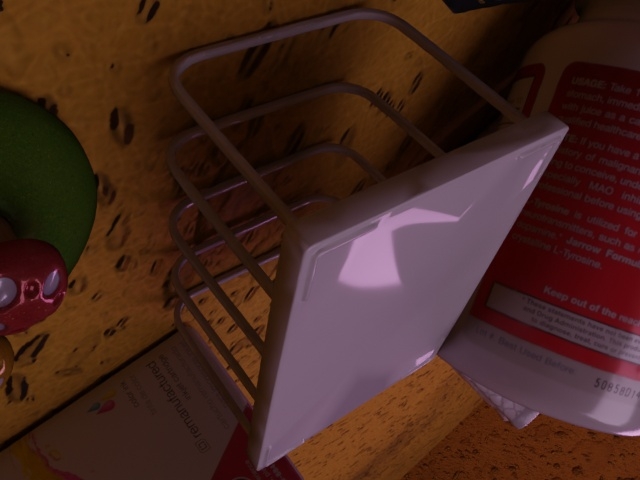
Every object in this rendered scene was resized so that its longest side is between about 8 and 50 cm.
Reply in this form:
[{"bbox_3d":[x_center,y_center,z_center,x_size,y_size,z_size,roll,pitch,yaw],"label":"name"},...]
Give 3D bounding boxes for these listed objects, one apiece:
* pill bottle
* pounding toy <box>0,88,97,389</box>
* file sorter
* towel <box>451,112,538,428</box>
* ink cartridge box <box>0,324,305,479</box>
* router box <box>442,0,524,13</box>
[{"bbox_3d":[0.268,-0.052,0.593,0.229,0.229,0.407,9,102,-58],"label":"pill bottle"},{"bbox_3d":[-0.206,0.035,0.312,0.237,0.110,0.183,-28,151,-26],"label":"pounding toy"},{"bbox_3d":[0.000,0.000,0.468,0.193,0.173,0.277,-26,150,-29],"label":"file sorter"},{"bbox_3d":[0.253,0.018,0.754,0.332,0.317,0.053,-43,-165,1],"label":"towel"},{"bbox_3d":[-0.177,0.261,0.574,0.306,0.226,0.131,-34,153,-17],"label":"ink cartridge box"},{"bbox_3d":[0.117,-0.202,0.248,0.309,0.243,0.081,9,84,-59],"label":"router box"}]
